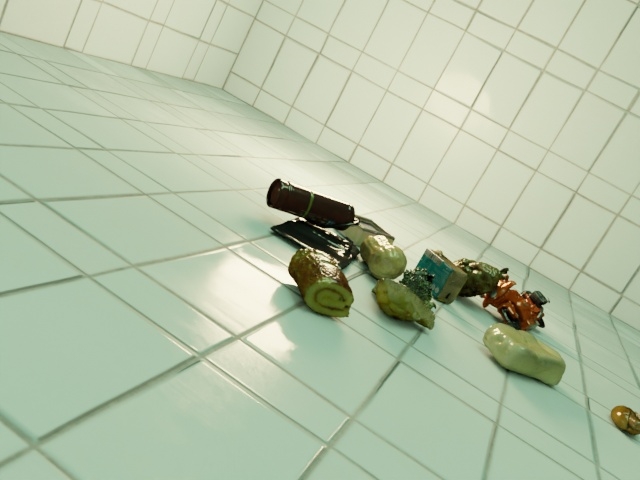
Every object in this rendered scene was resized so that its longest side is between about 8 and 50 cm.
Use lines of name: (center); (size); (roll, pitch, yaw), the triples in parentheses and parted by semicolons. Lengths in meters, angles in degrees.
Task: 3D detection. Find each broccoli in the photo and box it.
broccoli: (0.304, 0.153, 1.947); (0.122, 0.118, 0.204); (8, -12, 24)

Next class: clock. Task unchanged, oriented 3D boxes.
clock: (0.157, -0.029, 2.319); (0.192, 0.071, 0.147); (15, 19, -43)

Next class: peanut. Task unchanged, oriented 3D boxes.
peanut: (0.190, 0.055, 2.022); (0.123, 0.124, 0.257); (24, 7, -17)

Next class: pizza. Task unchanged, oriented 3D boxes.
pizza: (0.190, 0.163, 1.738); (0.204, 0.081, 0.188); (28, -12, 40)

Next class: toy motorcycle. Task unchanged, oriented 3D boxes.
toy motorcycle: (0.700, 0.226, 2.344); (0.325, 0.148, 0.221); (7, 47, -50)

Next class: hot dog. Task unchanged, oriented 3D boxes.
hot dog: (0.866, 0.503, 1.829); (0.089, 0.060, 0.140); (28, 17, 19)

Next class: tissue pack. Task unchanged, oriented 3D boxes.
tissue pack: (0.394, 0.117, 2.160); (0.082, 0.120, 0.169); (20, 15, -31)

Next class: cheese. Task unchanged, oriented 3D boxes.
cheese: (0.586, 0.326, 1.857); (0.263, 0.093, 0.159); (22, 19, -29)

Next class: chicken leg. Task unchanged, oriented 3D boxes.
chicken leg: (0.475, 0.121, 2.321); (0.211, 0.140, 0.361); (0, 7, -37)

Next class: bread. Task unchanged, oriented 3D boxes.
bread: (0.001, 0.096, 1.536); (0.132, 0.103, 0.172); (18, 20, -24)

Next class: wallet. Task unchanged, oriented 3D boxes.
wallet: (0.000, 0.000, 2.002); (0.247, 0.041, 0.323); (29, 17, 10)

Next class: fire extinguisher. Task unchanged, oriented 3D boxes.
fire extinguisher: (-0.008, -0.101, 2.056); (0.341, 0.105, 0.141); (18, 10, -31)
